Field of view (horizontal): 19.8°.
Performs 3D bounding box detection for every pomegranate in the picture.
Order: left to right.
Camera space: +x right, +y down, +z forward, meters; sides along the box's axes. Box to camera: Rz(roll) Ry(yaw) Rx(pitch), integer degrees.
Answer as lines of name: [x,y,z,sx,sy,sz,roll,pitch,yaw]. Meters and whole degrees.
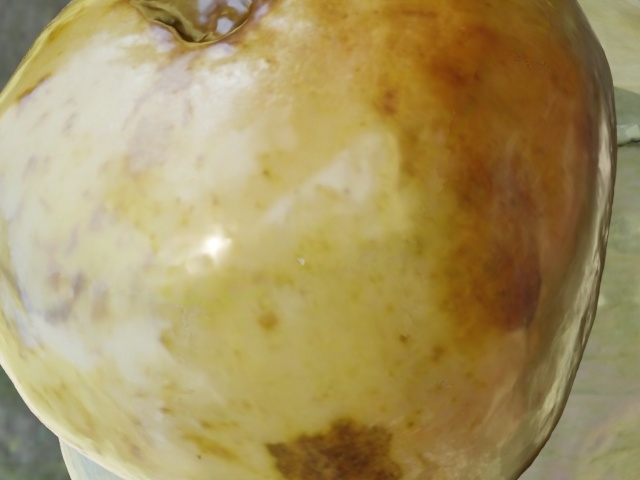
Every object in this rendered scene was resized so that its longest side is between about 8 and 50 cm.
pomegranate: [0.000,0.000,0.589,0.215,0.215,0.215,-11,77,58]

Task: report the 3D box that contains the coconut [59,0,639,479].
coconut: [0.023,0.029,0.912,0.404,0.404,0.405,-11,77,58]
